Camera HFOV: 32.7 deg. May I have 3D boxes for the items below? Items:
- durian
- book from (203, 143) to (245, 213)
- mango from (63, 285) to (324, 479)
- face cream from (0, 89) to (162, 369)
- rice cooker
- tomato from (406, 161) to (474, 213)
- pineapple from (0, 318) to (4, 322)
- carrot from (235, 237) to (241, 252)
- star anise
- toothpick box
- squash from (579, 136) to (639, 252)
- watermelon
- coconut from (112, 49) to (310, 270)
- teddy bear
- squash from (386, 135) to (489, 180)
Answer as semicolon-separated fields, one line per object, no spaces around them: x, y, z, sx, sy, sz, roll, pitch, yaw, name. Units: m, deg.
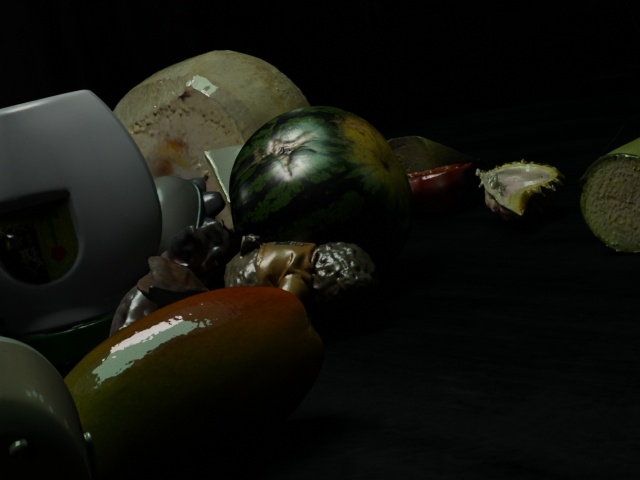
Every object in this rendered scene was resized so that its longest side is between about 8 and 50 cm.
0.306;-0.059;1.682;0.140;0.078;0.224;0;23;11;durian
-0.041;-0.055;1.683;0.201;0.026;0.289;-13;53;-19;book
-0.127;0.132;0.951;0.289;0.146;0.129;-20;23;-33;mango
-0.378;-0.014;1.535;0.312;0.357;0.219;-15;10;-2;face cream
-0.228;0.167;0.758;0.145;0.206;0.127;-16;26;-14;rice cooker
0.198;-0.089;1.967;0.166;0.082;0.174;-9;5;3;tomato
-0.617;0.120;1.944;0.221;0.083;0.103;-16;9;1;pineapple
0.000;0.000;1.713;0.263;0.102;0.102;-16;9;-17;carrot
-0.180;0.074;1.368;0.198;0.110;0.258;-45;-9;-41;star anise
-0.300;-0.001;1.769;0.316;0.229;0.229;-10;10;19;toothpick box
0.442;-0.078;1.394;0.132;0.133;0.247;-6;13;42;squash
-0.001;-0.052;1.506;0.268;0.269;0.269;-14;9;2;watermelon
-0.181;-0.155;1.989;0.404;0.405;0.404;-14;9;2;coconut
-0.024;0.055;1.324;0.190;0.140;0.177;-5;7;3;teddy bear
0.207;-0.159;2.170;0.155;0.204;0.236;-46;24;-27;squash
